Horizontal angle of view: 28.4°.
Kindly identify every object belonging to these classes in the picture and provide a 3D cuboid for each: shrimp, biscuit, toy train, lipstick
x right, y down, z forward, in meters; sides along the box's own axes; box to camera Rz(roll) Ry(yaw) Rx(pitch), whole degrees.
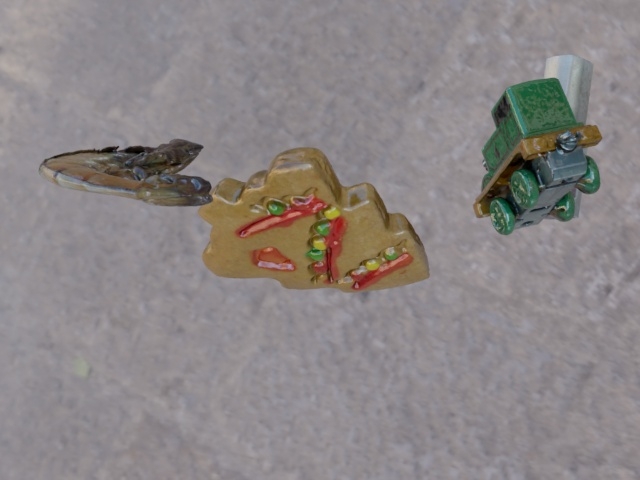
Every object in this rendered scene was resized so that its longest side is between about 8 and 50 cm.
[{"bbox_3d":[-0.132,-0.056,1.060,0.148,0.195,0.035,11,105,36],"label":"shrimp"},{"bbox_3d":[0.000,0.000,1.204,0.212,0.239,0.041,-49,28,47],"label":"biscuit"},{"bbox_3d":[0.230,-0.090,1.387,0.091,0.227,0.136,-13,74,-15],"label":"toy train"},{"bbox_3d":[0.375,-0.161,1.988,0.077,0.079,0.252,-2,75,51],"label":"lipstick"}]
